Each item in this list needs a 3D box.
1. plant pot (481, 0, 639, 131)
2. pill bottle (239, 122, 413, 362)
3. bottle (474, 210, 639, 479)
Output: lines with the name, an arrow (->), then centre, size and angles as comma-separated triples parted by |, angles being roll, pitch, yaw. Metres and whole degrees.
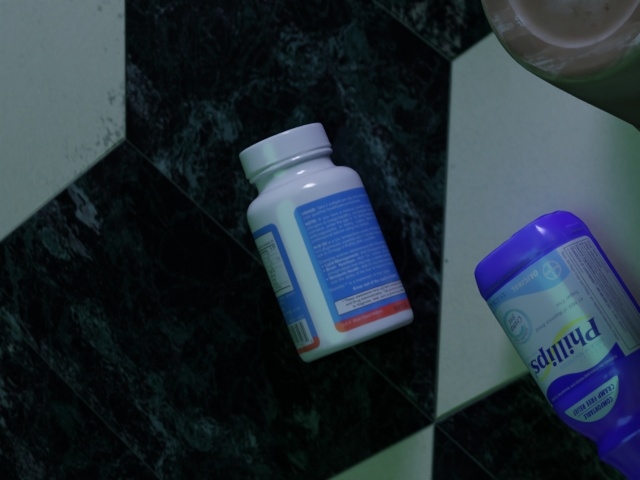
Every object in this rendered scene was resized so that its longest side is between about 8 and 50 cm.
plant pot -> 0.277, -0.212, 1.398 | 0.323, 0.280, 0.323 | 2, 93, 46
pill bottle -> 0.000, 0.000, 1.826 | 0.124, 0.124, 0.222 | -23, 85, 42
bottle -> 0.255, 0.114, 1.656 | 0.118, 0.092, 0.283 | -41, 74, 38
